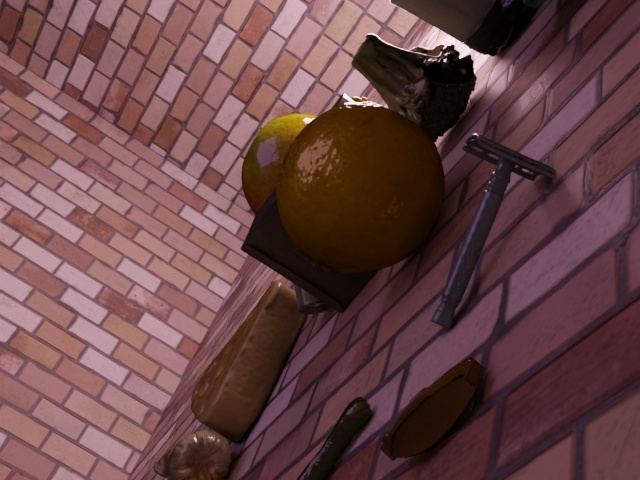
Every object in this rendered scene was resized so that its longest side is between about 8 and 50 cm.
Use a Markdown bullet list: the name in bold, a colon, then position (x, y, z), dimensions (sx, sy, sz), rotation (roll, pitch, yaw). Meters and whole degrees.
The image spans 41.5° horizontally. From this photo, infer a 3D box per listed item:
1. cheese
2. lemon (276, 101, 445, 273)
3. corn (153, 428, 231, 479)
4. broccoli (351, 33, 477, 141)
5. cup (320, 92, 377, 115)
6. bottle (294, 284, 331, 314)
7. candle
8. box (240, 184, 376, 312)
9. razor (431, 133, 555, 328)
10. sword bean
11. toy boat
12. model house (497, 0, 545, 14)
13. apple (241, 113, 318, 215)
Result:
- **cheese**: position (-0.186, 0.305, 1.898), dimensions (0.384, 0.104, 0.384), rotation (-54, 9, 13)
- **lemon**: position (0.065, -0.085, 1.368), dimensions (0.293, 0.293, 0.293), rotation (-55, 8, 12)
- **corn**: position (-0.252, 0.442, 1.692), dimensions (0.123, 0.122, 0.305), rotation (-59, 7, -23)
- **broccoli**: position (0.183, -0.322, 1.658), dimensions (0.263, 0.243, 0.247), rotation (-54, -6, -18)
- **cup**: position (0.091, -0.200, 1.799), dimensions (0.241, 0.226, 0.185), rotation (-61, 8, -32)
- **bottle**: position (-0.026, 0.045, 1.721), dimensions (0.072, 0.072, 0.201), rotation (-45, 49, 55)
- **candle**: position (0.265, -0.530, 1.689), dimensions (0.221, 0.343, 0.221), rotation (-60, 7, 12)
- **box**: position (-0.006, -0.006, 1.593), dimensions (0.149, 0.231, 0.155), rotation (-52, 10, 30)
- **razor**: position (0.192, -0.003, 1.026), dimensions (0.068, 0.106, 0.232), rotation (-170, 102, -82)
- **sword bean**: position (-0.016, 0.318, 1.101), dimensions (0.269, 0.038, 0.043), rotation (-55, 3, 0)
- **toy boat**: position (0.114, 0.177, 0.861), dimensions (0.149, 0.047, 0.049), rotation (-50, -4, 23)
- **model house**: position (0.401, -0.508, 1.383), dimensions (0.261, 0.226, 0.241), rotation (-54, 22, 42)
- **apple**: position (-0.048, -0.170, 2.233), dimensions (0.339, 0.340, 0.339), rotation (-55, 8, 12)
